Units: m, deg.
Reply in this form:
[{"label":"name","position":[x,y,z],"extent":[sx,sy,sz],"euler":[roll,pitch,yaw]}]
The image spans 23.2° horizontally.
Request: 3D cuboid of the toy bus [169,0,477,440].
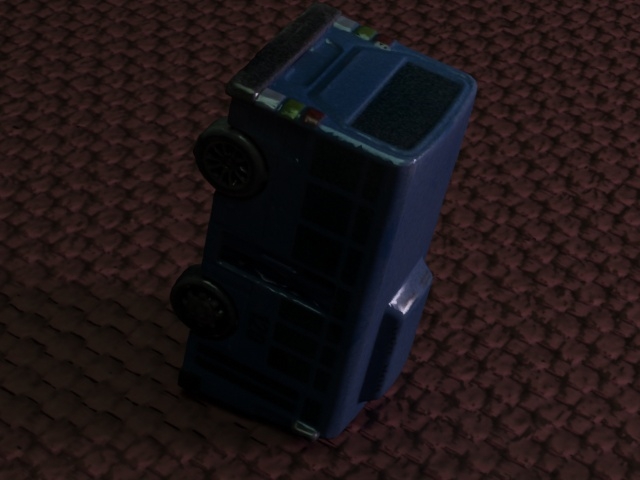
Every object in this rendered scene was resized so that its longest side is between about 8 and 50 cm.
[{"label":"toy bus","position":[0.000,0.000,0.899],"extent":[0.133,0.234,0.116],"euler":[24,42,13]}]
